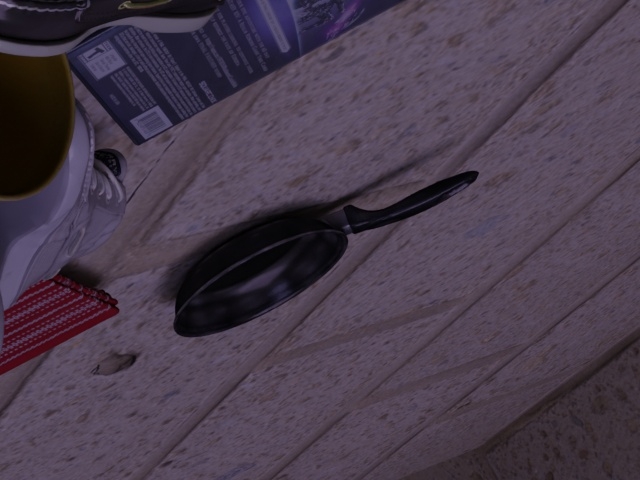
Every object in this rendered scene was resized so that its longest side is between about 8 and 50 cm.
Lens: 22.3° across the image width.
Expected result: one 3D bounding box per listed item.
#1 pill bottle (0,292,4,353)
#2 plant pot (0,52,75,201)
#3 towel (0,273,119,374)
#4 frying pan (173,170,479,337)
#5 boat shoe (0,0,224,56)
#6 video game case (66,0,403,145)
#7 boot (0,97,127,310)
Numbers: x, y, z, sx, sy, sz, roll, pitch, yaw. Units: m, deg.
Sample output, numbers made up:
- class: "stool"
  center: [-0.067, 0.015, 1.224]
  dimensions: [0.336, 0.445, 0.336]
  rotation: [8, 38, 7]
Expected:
- class: "pill bottle"
  center: [-0.328, 0.032, 0.973]
  dimensions: [0.181, 0.181, 0.323]
  rotation: [-29, 164, 4]
- class: "plant pot"
  center: [-0.221, -0.082, 0.935]
  dimensions: [0.095, 0.134, 0.134]
  rotation: [-9, 175, 31]
- class: "towel"
  center: [-0.306, 0.071, 1.393]
  dimensions: [0.199, 0.031, 0.275]
  rotation: [-28, 162, 8]
- class: "frying pan"
  center: [-0.015, -0.001, 1.606]
  dimensions: [0.326, 0.053, 0.197]
  rotation: [-36, 162, 20]
- class: "boat shoe"
  center: [-0.127, -0.158, 0.917]
  dimensions: [0.068, 0.081, 0.227]
  rotation: [-44, 165, 35]
- class: "video game case"
  center: [-0.036, -0.167, 1.123]
  dimensions: [0.274, 0.026, 0.196]
  rotation: [-29, 164, 1]
- class: "boot"
  center: [-0.190, -0.046, 1.161]
  dimensions: [0.123, 0.095, 0.258]
  rotation: [-34, 171, -38]
